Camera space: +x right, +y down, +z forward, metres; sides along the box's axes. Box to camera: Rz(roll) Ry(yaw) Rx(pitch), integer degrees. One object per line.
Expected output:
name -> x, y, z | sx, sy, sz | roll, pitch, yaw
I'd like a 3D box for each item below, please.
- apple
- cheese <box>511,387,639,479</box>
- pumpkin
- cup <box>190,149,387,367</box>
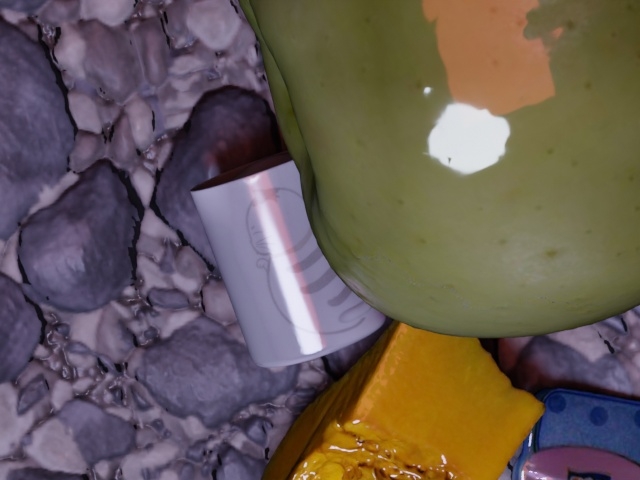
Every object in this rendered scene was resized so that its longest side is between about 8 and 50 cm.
apple -> 0.123, -0.120, 0.974 | 0.357, 0.357, 0.357 | 1, 101, 7
cheese -> 0.168, 0.246, 1.165 | 0.189, 0.074, 0.286 | 10, 89, -8
pumpkin -> 0.037, 0.165, 1.154 | 0.131, 0.126, 0.248 | 36, 86, -6
cup -> -0.003, 0.002, 1.132 | 0.136, 0.099, 0.133 | -18, 97, 11
